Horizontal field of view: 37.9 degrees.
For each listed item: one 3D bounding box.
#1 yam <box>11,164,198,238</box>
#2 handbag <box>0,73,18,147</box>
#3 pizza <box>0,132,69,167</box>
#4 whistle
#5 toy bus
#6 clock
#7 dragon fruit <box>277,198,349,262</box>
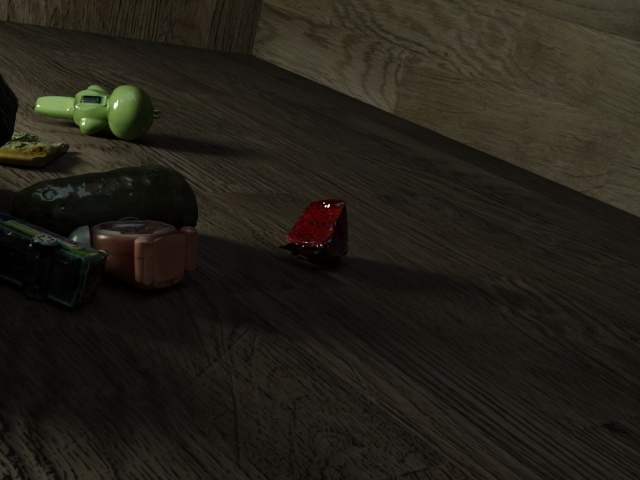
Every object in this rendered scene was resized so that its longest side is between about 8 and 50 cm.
[{"bbox_3d":[-0.363,-0.059,1.574,0.330,0.133,0.133,-9,28,-44],"label":"yam"},{"bbox_3d":[-0.660,-0.205,1.479,0.341,0.247,0.240,-27,27,-6],"label":"handbag"},{"bbox_3d":[-0.620,-0.196,1.948,0.181,0.034,0.262,20,18,21],"label":"pizza"},{"bbox_3d":[-0.533,-0.307,2.270,0.294,0.141,0.141,-2,15,9],"label":"whistle"},{"bbox_3d":[-0.433,0.015,1.343,0.262,0.091,0.109,21,12,17],"label":"toy bus"},{"bbox_3d":[-0.295,0.018,1.450,0.162,0.092,0.166,12,15,26],"label":"clock"},{"bbox_3d":[0.000,0.000,1.744,0.102,0.096,0.147,10,45,23],"label":"dragon fruit"}]
